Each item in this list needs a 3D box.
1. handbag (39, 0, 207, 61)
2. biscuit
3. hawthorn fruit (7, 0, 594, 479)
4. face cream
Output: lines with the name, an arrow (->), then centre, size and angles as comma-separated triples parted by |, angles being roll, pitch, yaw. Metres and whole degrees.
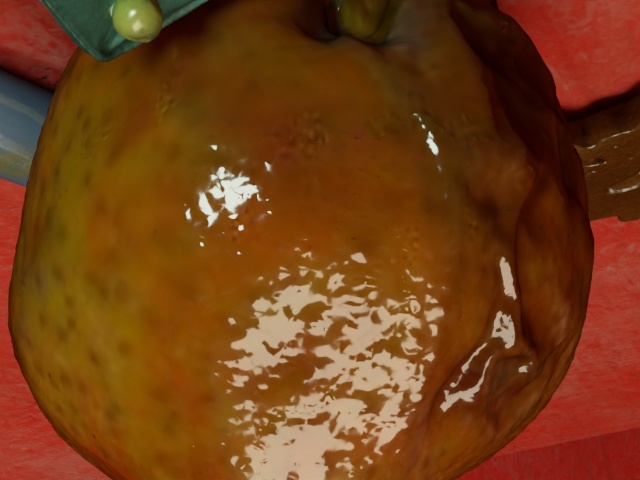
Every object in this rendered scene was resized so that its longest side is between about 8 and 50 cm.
handbag -> -0.075, -0.239, 0.704 | 0.268, 0.100, 0.274 | -32, 152, -2
biscuit -> 0.324, -0.076, 1.395 | 0.301, 0.043, 0.278 | 13, 148, -42
hawthorn fruit -> 0.000, 0.000, 0.994 | 0.471, 0.472, 0.472 | -6, 157, -2
face cream -> -0.264, -0.094, 1.137 | 0.135, 0.086, 0.385 | -31, 144, 34
